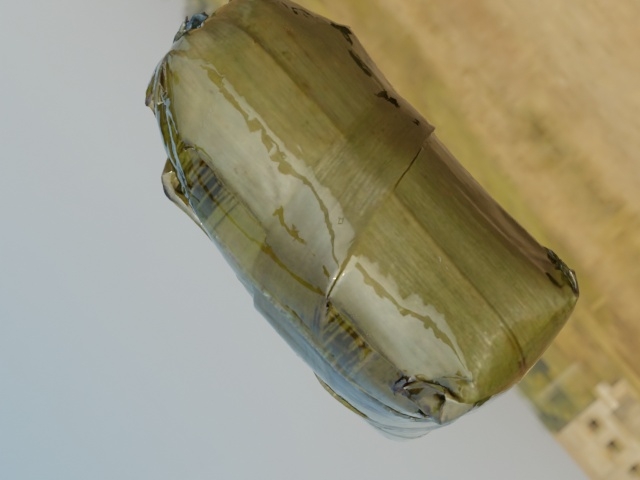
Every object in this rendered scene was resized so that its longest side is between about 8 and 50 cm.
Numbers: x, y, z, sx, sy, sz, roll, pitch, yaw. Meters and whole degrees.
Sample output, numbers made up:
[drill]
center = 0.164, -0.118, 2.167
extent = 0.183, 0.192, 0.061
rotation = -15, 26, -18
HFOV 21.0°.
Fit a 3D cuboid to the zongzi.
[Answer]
[zongzi]
center = 0.000, 0.000, 0.951
extent = 0.251, 0.125, 0.274
rotation = 50, 165, 5
